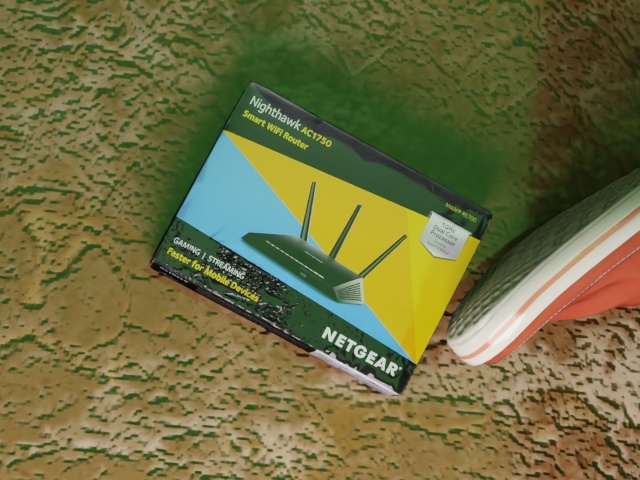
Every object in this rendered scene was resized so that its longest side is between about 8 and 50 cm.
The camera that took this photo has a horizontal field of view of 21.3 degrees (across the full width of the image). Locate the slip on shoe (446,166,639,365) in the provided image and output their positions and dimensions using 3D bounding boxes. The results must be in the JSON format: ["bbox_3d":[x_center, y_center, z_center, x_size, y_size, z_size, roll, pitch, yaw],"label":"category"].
[{"bbox_3d":[0.230,-0.002,1.091,0.331,0.123,0.101,-29,93,-15],"label":"slip on shoe"}]

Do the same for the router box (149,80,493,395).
[{"bbox_3d":[0.000,0.000,1.086,0.179,0.046,0.133,28,80,-5],"label":"router box"}]
